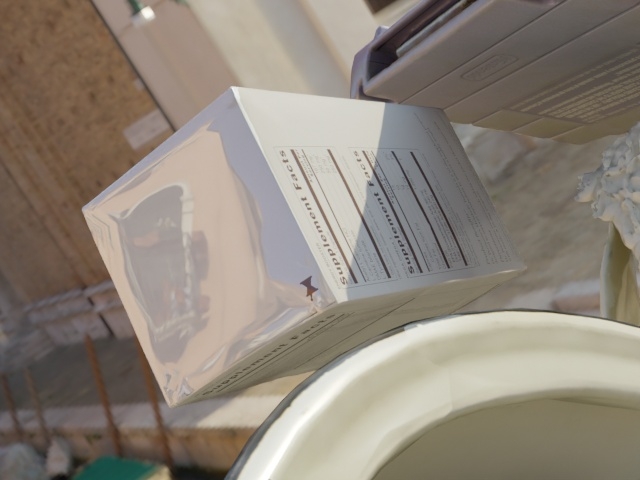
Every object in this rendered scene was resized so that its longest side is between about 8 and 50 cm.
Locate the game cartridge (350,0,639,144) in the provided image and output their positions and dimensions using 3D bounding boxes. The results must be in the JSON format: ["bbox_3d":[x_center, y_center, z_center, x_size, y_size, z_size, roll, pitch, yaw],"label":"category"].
[{"bbox_3d":[0.178,-0.138,0.812,0.230,0.068,0.355,4,-6,-15],"label":"game cartridge"}]

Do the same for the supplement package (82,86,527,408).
[{"bbox_3d":[0.000,0.000,0.712,0.139,0.133,0.244,-34,-15,29],"label":"supplement package"}]

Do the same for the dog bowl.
[{"bbox_3d":[0.123,0.216,0.351,0.408,0.408,0.150,-44,-14,-55],"label":"dog bowl"}]

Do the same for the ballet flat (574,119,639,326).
[{"bbox_3d":[0.247,0.101,0.663,0.147,0.408,0.147,-6,-29,-3],"label":"ballet flat"}]
